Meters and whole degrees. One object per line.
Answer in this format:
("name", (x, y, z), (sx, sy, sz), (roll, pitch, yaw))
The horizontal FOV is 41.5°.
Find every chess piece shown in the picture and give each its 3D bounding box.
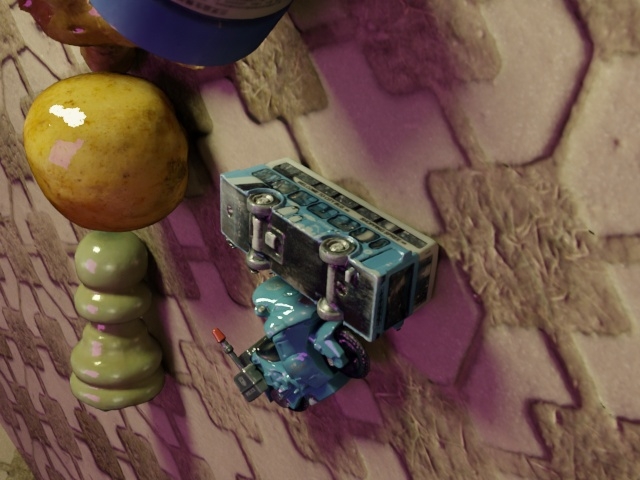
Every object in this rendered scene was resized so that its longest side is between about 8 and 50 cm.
("chess piece", (-0.387, 0.135, 1.596), (0.182, 0.182, 0.330), (27, 122, 43))

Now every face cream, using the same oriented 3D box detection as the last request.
("face cream", (-0.115, -0.348, 0.901), (0.225, 0.249, 0.249), (-39, 77, 51))

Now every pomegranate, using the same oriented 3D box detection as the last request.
("pomegranate", (-0.320, -0.131, 1.297), (0.260, 0.260, 0.260), (29, 129, 42))

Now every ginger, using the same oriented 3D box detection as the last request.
("ginger", (-0.341, -0.340, 1.189), (0.348, 0.363, 0.122), (-1, 64, 42))

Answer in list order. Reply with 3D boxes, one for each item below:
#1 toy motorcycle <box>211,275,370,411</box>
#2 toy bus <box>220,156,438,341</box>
("toy motorcycle", (-0.042, 0.147, 1.183), (0.182, 0.123, 0.272), (52, 143, 4))
("toy bus", (0.000, 0.000, 1.036), (0.297, 0.131, 0.106), (32, 132, 38))
